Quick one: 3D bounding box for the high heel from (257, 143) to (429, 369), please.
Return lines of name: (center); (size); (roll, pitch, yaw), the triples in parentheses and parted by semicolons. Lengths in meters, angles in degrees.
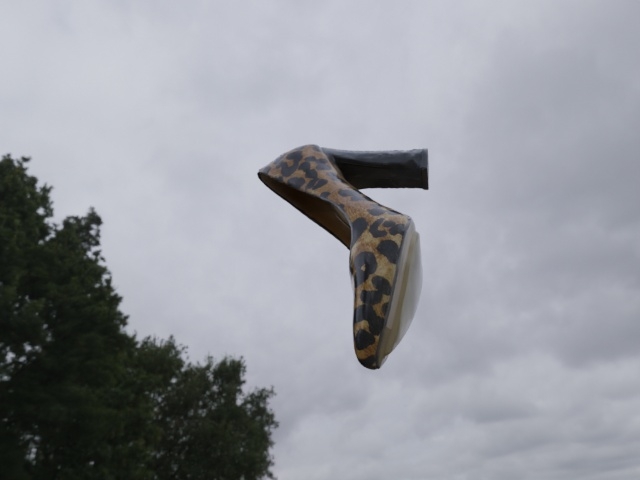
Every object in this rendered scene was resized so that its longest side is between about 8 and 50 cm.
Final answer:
high heel: (0.000, 0.000, 0.435); (0.186, 0.261, 0.093); (1, -46, 16)
